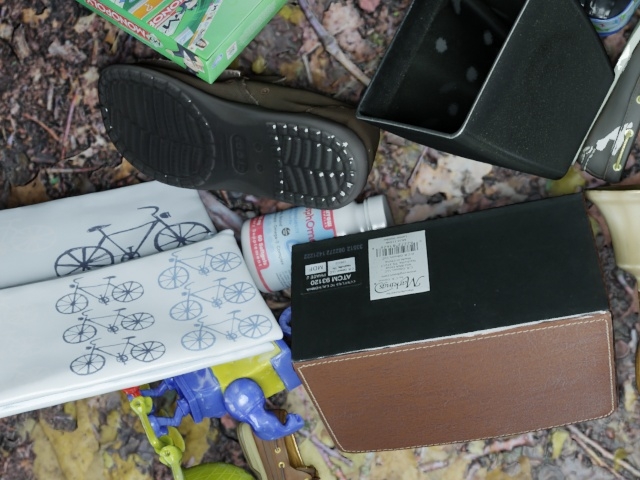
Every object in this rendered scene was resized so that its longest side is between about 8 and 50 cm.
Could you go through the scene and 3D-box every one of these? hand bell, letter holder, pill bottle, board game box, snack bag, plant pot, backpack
[{"bbox_3d":[0.336,0.064,1.065,0.126,0.126,0.241,-2,96,14],"label":"hand bell"},{"bbox_3d":[0.142,0.098,1.084,0.302,0.214,0.152,-11,49,11],"label":"letter holder"},{"bbox_3d":[0.000,0.000,1.148,0.160,0.087,0.087,-15,80,12],"label":"pill bottle"},{"bbox_3d":[-0.110,-0.345,1.178,0.214,0.046,0.317,34,69,15],"label":"board game box"},{"bbox_3d":[-0.239,0.037,1.077,0.323,0.037,0.342,-13,37,-14],"label":"snack bag"},{"bbox_3d":[0.180,-0.160,1.061,0.188,0.167,0.187,24,86,57],"label":"plant pot"},{"bbox_3d":[0.297,-0.277,1.108,0.105,0.084,0.114,25,85,16],"label":"backpack"}]

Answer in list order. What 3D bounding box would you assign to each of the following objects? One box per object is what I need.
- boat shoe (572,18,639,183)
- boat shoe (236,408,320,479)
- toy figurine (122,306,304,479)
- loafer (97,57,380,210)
[{"bbox_3d":[0.338,-0.169,1.091,0.069,0.081,0.227,31,98,13],"label":"boat shoe"},{"bbox_3d":[-0.030,0.267,1.136,0.060,0.064,0.178,-28,74,8],"label":"boat shoe"},{"bbox_3d":[-0.094,0.133,1.090,0.217,0.191,0.362,-30,44,-13],"label":"toy figurine"},{"bbox_3d":[-0.092,-0.126,1.185,0.366,0.130,0.133,20,124,24],"label":"loafer"}]
